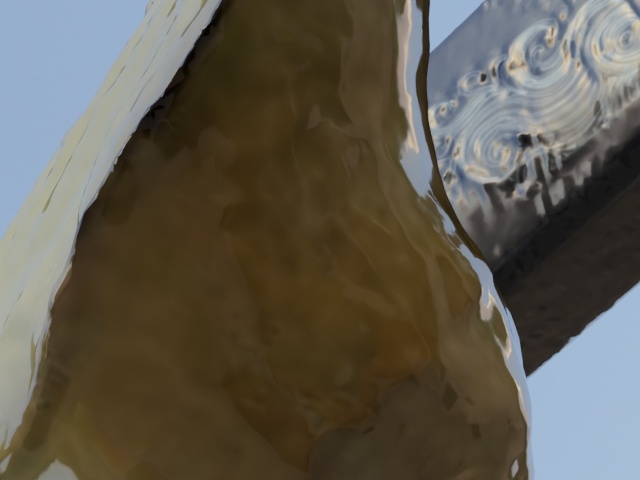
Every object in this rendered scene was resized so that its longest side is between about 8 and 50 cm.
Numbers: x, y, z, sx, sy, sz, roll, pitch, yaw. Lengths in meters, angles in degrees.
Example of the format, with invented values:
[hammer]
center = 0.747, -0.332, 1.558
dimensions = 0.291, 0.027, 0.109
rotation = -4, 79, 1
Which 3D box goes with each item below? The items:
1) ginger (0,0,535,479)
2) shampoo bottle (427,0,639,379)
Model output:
[ginger]
center = 0.000, -0.004, 0.391
dimensions = 0.122, 0.115, 0.193
rotation = 24, -89, 2
[shampoo bottle]
center = 0.070, -0.024, 0.622
dimensions = 0.309, 0.098, 0.071
rotation = -42, -45, 18
